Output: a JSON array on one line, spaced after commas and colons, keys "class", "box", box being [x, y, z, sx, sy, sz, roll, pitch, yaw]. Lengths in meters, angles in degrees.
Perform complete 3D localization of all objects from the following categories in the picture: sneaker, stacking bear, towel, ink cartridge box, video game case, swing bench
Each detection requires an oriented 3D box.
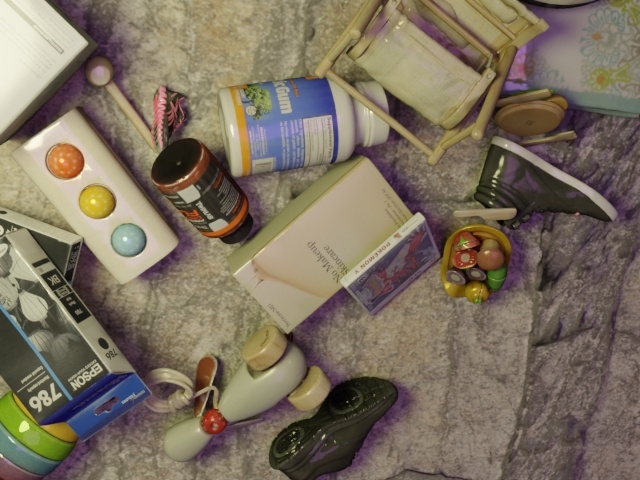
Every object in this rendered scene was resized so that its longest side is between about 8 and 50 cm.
[{"class": "sneaker", "box": [0.040, 0.377, 1.420, 0.286, 0.109, 0.130, -36, 116, 7]}, {"class": "sneaker", "box": [0.423, -0.071, 1.390, 0.295, 0.104, 0.147, 26, 99, -12]}, {"class": "stacking bear", "box": [-0.467, 0.302, 1.245, 0.164, 0.175, 0.289, 40, 82, 8]}, {"class": "towel", "box": [0.493, -0.403, 1.328, 0.374, 0.090, 0.321, 4, 100, -14]}, {"class": "ink cartridge box", "box": [-0.508, 0.057, 1.177, 0.208, 0.045, 0.206, 20, 106, 8]}, {"class": "sneaker", "box": [-0.251, -0.201, 1.207, 0.057, 0.047, 0.119, 10, 72, -31]}, {"class": "video game case", "box": [0.134, 0.050, 1.320, 0.183, 0.023, 0.201, -41, 153, -1]}, {"class": "swing bench", "box": [0.175, -0.304, 1.133, 0.253, 0.165, 0.255, 36, 70, -11]}, {"class": "ink cartridge box", "box": [-0.429, 0.161, 1.127, 0.165, 0.065, 0.333, -37, 94, 14]}]

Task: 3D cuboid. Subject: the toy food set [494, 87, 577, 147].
[{"class": "toy food set", "box": [0.383, -0.231, 1.306, 0.192, 0.132, 0.039, 31, 58, -53]}]

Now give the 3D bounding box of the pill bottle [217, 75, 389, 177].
[{"class": "pill bottle", "box": [-0.029, -0.199, 1.218, 0.272, 0.152, 0.152, -11, 106, -11]}]

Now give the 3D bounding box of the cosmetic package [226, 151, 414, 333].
[{"class": "cosmetic package", "box": [0.000, 0.000, 1.299, 0.309, 0.113, 0.160, -42, 109, -1]}]

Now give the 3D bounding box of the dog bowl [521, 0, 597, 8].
[{"class": "dog bowl", "box": [0.405, -0.597, 1.160, 0.407, 0.150, 0.408, 1, 86, -12]}]

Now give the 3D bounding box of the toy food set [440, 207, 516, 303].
[{"class": "toy food set", "box": [0.297, 0.043, 1.363, 0.128, 0.071, 0.218, 5, 127, 6]}]

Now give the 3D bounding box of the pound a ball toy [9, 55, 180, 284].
[{"class": "pound a ball toy", "box": [-0.343, -0.113, 1.175, 0.208, 0.136, 0.319, -35, 110, -2]}]

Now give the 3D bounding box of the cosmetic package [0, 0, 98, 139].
[{"class": "cosmetic package", "box": [-0.458, -0.257, 1.063, 0.224, 0.224, 0.138, -45, 109, 1]}]

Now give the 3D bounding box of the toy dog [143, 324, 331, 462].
[{"class": "toy dog", "box": [-0.146, 0.266, 1.336, 0.333, 0.161, 0.220, -16, 111, 7]}]

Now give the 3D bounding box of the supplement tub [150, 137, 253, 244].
[{"class": "supplement tub", "box": [-0.189, -0.074, 1.212, 0.106, 0.106, 0.198, -39, 137, -1]}]

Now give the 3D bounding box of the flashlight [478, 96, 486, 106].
[{"class": "flashlight", "box": [0.184, -0.358, 1.263, 0.103, 0.103, 0.304, -43, 109, -33]}]
